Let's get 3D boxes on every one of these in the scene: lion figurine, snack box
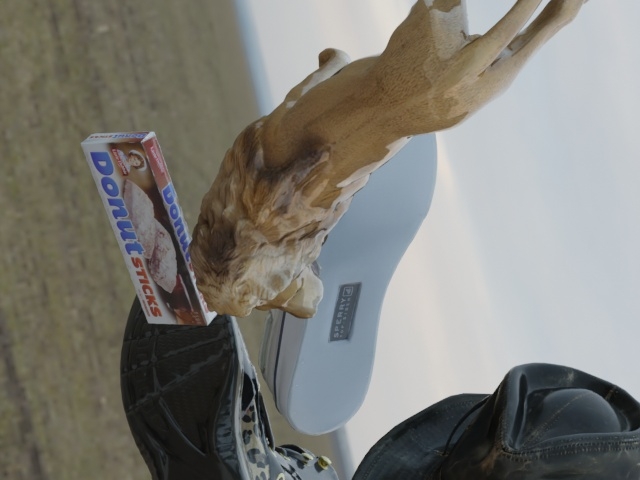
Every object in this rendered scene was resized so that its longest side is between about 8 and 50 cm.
[{"bbox_3d":[0.044,-0.099,1.149,0.392,0.142,0.240,-46,-175,45],"label":"lion figurine"},{"bbox_3d":[-0.141,-0.008,1.251,0.022,0.064,0.178,-50,132,-47],"label":"snack box"}]

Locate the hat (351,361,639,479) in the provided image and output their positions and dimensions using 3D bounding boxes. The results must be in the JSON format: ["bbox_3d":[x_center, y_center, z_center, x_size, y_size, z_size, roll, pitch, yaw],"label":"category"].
[{"bbox_3d":[0.191,0.188,1.240,0.331,0.331,0.134,-103,-160,-54],"label":"hat"}]

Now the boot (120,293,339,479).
[{"bbox_3d":[-0.086,0.228,1.654,0.284,0.138,0.377,39,32,-64],"label":"boot"}]

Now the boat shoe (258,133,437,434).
[{"bbox_3d":[0.007,0.001,1.509,0.156,0.136,0.367,43,-52,51],"label":"boat shoe"}]
